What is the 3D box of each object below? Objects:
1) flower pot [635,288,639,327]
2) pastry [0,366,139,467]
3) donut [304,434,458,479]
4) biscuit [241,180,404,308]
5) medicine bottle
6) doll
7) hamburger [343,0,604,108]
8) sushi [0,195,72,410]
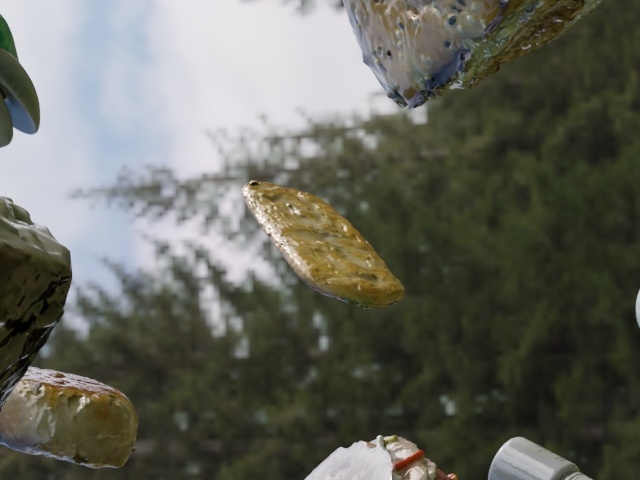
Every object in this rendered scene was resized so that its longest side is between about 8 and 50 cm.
[{"bbox_3d":[0.540,0.097,2.445,0.195,0.246,0.246,42,-138,-41],"label":"flower pot"},{"bbox_3d":[-0.312,0.199,2.135,0.182,0.192,0.093,12,-88,-45],"label":"pastry"},{"bbox_3d":[0.036,0.395,2.030,0.383,0.142,0.383,-51,19,26],"label":"donut"},{"bbox_3d":[0.000,0.000,1.791,0.029,0.118,0.247,-64,31,16],"label":"biscuit"},{"bbox_3d":[0.277,0.300,2.247,0.080,0.130,0.080,-29,-48,-38],"label":"medicine bottle"},{"bbox_3d":[-0.387,-0.191,1.803,0.258,0.195,0.153,50,-119,-33],"label":"doll"},{"bbox_3d":[0.130,-0.284,1.622,0.277,0.195,0.318,64,154,11],"label":"hamburger"},{"bbox_3d":[-0.363,0.062,1.355,0.294,0.281,0.299,-57,-29,-2],"label":"sushi"}]
